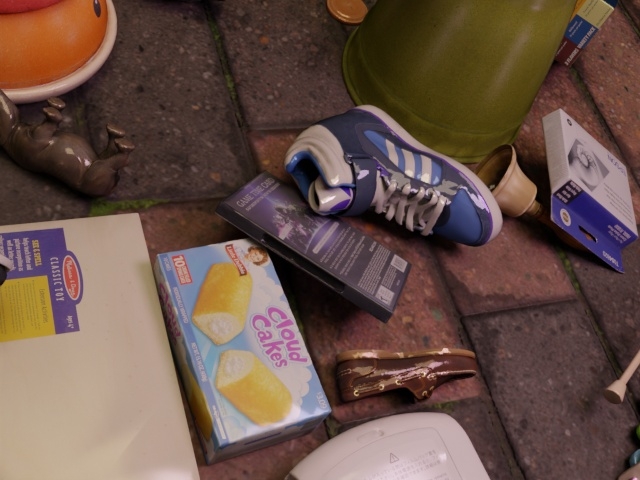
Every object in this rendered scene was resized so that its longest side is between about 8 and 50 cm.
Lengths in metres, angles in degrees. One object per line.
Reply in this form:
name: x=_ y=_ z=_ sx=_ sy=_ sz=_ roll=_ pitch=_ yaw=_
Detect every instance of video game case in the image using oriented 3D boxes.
video game case: x=0.000 y=0.000 z=1.109 sx=0.274 sy=0.026 sz=0.196 roll=32 pitch=22 yaw=3

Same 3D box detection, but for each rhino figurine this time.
rhino figurine: x=-0.381 y=-0.140 z=1.073 sx=0.243 sy=0.106 sz=0.073 roll=24 pitch=23 yaw=-2

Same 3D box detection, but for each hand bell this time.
hand bell: x=0.374 y=-0.046 z=1.305 sx=0.242 sy=0.126 sz=0.126 roll=32 pitch=52 yaw=-15

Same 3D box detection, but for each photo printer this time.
photo printer: x=0.110 y=0.366 z=0.921 sx=0.256 sy=0.107 sz=0.308 roll=-14 pitch=64 yaw=-27

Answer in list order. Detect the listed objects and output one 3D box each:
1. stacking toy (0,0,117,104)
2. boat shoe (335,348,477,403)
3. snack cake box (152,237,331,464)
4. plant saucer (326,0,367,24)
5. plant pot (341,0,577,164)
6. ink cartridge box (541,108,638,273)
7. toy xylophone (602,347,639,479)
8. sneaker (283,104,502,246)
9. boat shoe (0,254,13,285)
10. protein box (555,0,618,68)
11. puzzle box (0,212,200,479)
stacking toy: x=-0.433 y=-0.446 z=1.012 sx=0.350 sy=0.480 sz=0.351 roll=9 pitch=57 yaw=-14
boat shoe: x=0.121 y=0.191 z=1.063 sx=0.206 sy=0.073 sz=0.073 roll=-1 pitch=61 yaw=-13
snack cake box: x=-0.109 y=0.135 z=1.001 sx=0.152 sy=0.089 sz=0.264 roll=-12 pitch=64 yaw=-25
plant saucer: x=0.052 y=-0.448 z=1.480 sx=0.083 sy=0.013 sz=0.084 roll=9 pitch=57 yaw=-14
plant pot: x=0.264 y=-0.382 z=1.305 sx=0.366 sy=0.353 sz=0.367 roll=10 pitch=56 yaw=-14
ink cartridge box: x=0.469 y=-0.085 z=1.329 sx=0.223 sy=0.045 sz=0.224 roll=30 pitch=50 yaw=-32
toy xylophone: x=0.548 y=0.258 z=1.166 sx=0.322 sy=0.081 sz=0.236 roll=-34 pitch=75 yaw=-33
sneaker: x=0.093 y=-0.062 z=1.164 sx=0.323 sy=0.130 sz=0.236 roll=42 pitch=48 yaw=13
boat shoe: x=-0.487 y=0.065 z=0.855 sx=0.302 sy=0.114 sz=0.091 roll=-8 pitch=66 yaw=14
protein box: x=0.460 y=-0.468 z=1.526 sx=0.201 sy=0.136 sz=0.200 roll=37 pitch=30 yaw=6
puzzle box: x=-0.317 y=0.158 z=0.933 sx=0.272 sy=0.052 sz=0.409 roll=-7 pitch=61 yaw=-23
